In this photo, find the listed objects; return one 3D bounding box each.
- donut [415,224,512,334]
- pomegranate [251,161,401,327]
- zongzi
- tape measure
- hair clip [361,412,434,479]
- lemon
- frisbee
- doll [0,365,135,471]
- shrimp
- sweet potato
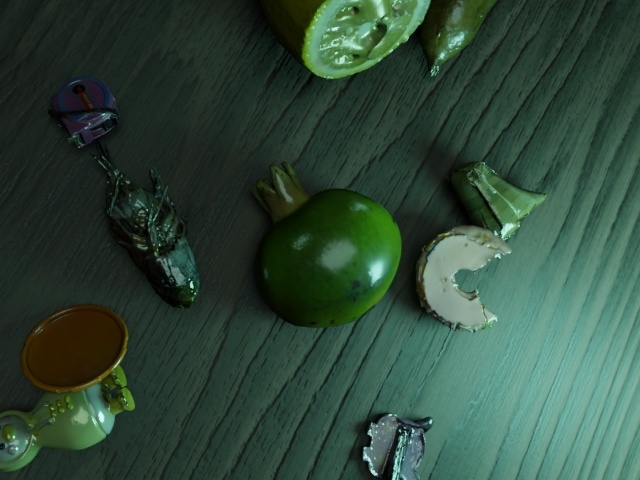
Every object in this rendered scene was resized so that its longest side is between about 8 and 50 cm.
[{"bbox_3d":[0.301,0.080,1.449,0.198,0.085,0.233,15,87,-4],"label":"donut"},{"bbox_3d":[0.000,0.000,1.313,0.309,0.216,0.359,-35,93,-13],"label":"pomegranate"},{"bbox_3d":[0.410,-0.117,1.503,0.197,0.099,0.195,-36,100,-15],"label":"zongzi"},{"bbox_3d":[-0.457,-0.252,1.276,0.125,0.074,0.118,-29,73,-18],"label":"tape measure"},{"bbox_3d":[0.158,0.456,1.399,0.145,0.056,0.187,16,71,-13],"label":"hair clip"},{"bbox_3d":[0.024,-0.538,1.322,0.363,0.364,0.365,2,83,-16],"label":"lemon"},{"bbox_3d":[-0.449,0.200,1.212,0.191,0.035,0.192,-1,46,1],"label":"frisbee"},{"bbox_3d":[-0.486,0.327,1.184,0.296,0.117,0.141,-22,69,-18],"label":"doll"},{"bbox_3d":[-0.319,-0.046,1.274,0.172,0.137,0.373,-24,93,-33],"label":"shrimp"},{"bbox_3d":[0.320,-0.548,1.504,0.157,0.158,0.370,37,80,-9],"label":"sweet potato"}]
